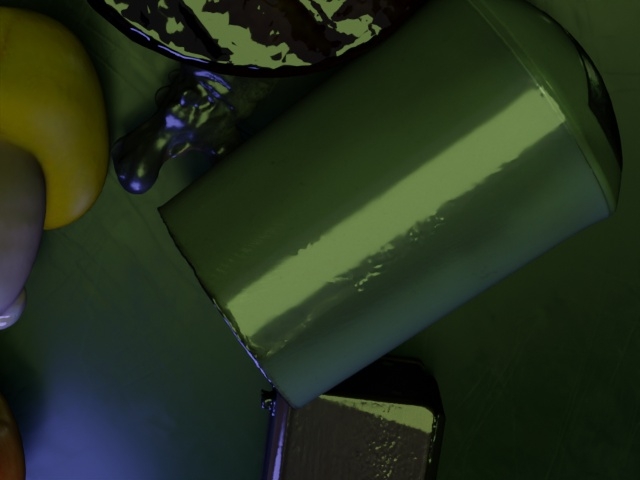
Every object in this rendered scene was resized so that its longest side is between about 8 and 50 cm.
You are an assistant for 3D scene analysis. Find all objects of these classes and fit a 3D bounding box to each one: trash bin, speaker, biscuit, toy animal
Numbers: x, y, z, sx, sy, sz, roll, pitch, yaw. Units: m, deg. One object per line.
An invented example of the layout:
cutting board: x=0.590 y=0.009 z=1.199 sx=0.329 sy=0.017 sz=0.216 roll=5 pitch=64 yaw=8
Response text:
trash bin: x=0.083 y=-0.055 z=1.863 sx=0.432 sy=0.280 sz=0.280 roll=-35 pitch=104 yaw=0
speaker: x=0.023 y=0.248 z=2.033 sx=0.192 sy=0.153 sz=0.231 roll=6 pitch=106 yaw=-4
biscuit: x=-0.060 y=-0.352 z=1.796 sx=0.407 sy=0.091 sz=0.407 roll=0 pitch=91 yaw=-4
toy animal: x=-0.085 y=-0.192 z=1.922 sx=0.168 sy=0.106 sz=0.343 roll=16 pitch=102 yaw=-18
toy animal: x=-0.366 y=-0.087 z=1.911 sx=0.247 sy=0.277 sz=0.345 roll=20 pitch=94 yaw=22

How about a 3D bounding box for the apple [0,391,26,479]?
apple: x=-0.423 y=0.241 z=1.980 sx=0.242 sy=0.242 sz=0.241 roll=37 pitch=100 yaw=-11
